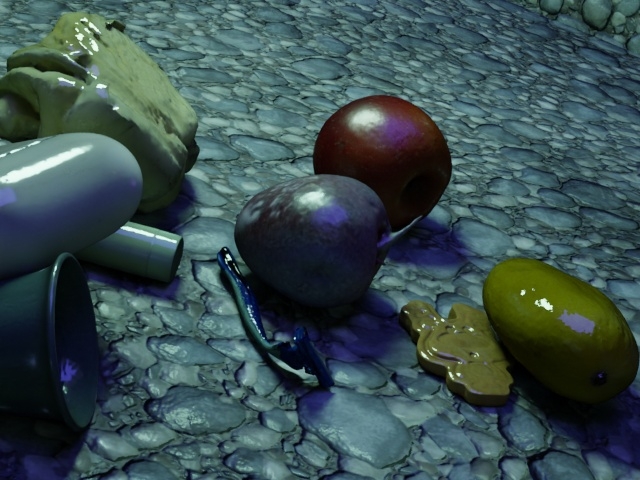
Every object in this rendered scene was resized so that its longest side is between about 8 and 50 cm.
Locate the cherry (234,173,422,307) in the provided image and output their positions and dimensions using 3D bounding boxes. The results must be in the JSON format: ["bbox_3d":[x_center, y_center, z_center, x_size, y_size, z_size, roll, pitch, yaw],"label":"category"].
[{"bbox_3d":[0.000,0.000,1.685,0.266,0.184,0.213,3,15,15],"label":"cherry"}]

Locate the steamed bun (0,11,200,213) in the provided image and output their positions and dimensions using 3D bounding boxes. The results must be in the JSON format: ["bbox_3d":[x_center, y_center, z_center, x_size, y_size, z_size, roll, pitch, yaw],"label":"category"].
[{"bbox_3d":[-0.344,-0.178,1.819,0.325,0.230,0.372,48,15,-18],"label":"steamed bun"}]

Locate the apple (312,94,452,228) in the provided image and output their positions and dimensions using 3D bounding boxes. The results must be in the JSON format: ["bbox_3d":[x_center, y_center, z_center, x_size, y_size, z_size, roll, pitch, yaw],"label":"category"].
[{"bbox_3d":[0.101,-0.130,1.956,0.218,0.218,0.201,-9,41,-39],"label":"apple"}]

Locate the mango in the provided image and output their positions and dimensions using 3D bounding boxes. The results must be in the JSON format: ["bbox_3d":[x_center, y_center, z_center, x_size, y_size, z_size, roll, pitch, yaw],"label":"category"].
[{"bbox_3d":[0.322,0.112,1.657,0.195,0.142,0.331,24,12,-29],"label":"mango"}]

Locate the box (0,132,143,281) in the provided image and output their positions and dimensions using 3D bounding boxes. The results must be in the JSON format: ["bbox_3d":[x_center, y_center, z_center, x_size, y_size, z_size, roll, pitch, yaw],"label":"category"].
[{"bbox_3d":[-0.413,-0.036,1.474,0.349,0.141,0.288,-4,17,38],"label":"box"}]

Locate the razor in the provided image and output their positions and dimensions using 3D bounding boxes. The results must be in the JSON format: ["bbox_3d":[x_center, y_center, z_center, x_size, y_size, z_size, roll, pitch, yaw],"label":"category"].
[{"bbox_3d":[-0.086,0.094,1.605,0.056,0.093,0.324,-33,36,-9],"label":"razor"}]

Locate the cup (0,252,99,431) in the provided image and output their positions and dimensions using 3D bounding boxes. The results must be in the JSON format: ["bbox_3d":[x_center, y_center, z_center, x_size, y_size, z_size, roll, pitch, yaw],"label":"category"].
[{"bbox_3d":[-0.342,0.118,1.314,0.150,0.199,0.199,-5,27,1],"label":"cup"}]

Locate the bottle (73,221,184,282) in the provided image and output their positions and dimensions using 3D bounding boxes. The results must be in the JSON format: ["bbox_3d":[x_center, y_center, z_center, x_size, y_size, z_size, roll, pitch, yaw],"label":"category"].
[{"bbox_3d":[-0.297,0.002,1.657,0.201,0.072,0.072,14,26,3],"label":"bottle"}]

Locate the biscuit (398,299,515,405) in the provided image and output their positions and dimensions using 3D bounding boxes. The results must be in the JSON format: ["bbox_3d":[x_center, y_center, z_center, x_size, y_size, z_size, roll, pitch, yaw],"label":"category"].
[{"bbox_3d":[0.196,0.151,1.650,0.144,0.040,0.236,0,26,-15],"label":"biscuit"}]
